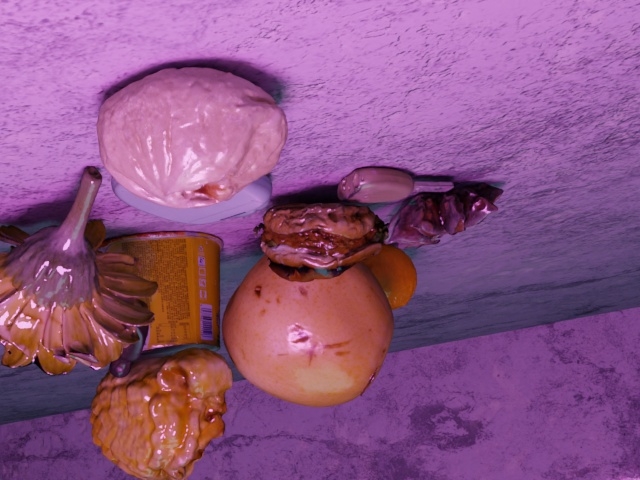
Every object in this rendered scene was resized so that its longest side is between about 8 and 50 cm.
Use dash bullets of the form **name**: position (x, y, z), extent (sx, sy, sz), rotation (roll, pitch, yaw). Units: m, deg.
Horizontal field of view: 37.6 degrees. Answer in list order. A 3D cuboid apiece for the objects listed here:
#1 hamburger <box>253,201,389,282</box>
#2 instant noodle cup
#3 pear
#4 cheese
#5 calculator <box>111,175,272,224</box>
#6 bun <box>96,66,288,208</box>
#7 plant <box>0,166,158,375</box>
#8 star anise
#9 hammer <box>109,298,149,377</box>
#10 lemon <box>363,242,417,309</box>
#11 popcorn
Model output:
- **hamburger**: position (0.000, 0.000, 1.522), extent (0.183, 0.130, 0.206), rotation (5, -175, 28)
- **instant noodle cup**: position (-0.293, 0.113, 1.703), extent (0.264, 0.200, 0.264), rotation (-9, 167, -2)
- **pear**: position (-0.019, 0.147, 1.687), extent (0.309, 0.309, 0.309), rotation (-8, 165, -2)
- **cheese**: position (0.125, -0.085, 1.490), extent (0.192, 0.037, 0.097), rotation (0, 164, -26)
- **calculator**: position (-0.176, -0.070, 1.374), extent (0.184, 0.042, 0.295), rotation (-16, 163, 28)
- **bun**: position (-0.140, -0.105, 1.078), extent (0.220, 0.134, 0.220), rotation (-7, 164, -2)
- **plant**: position (-0.366, 0.062, 1.352), extent (0.297, 0.261, 0.306), rotation (-22, 172, 41)
- **star anise**: position (0.195, -0.041, 1.598), extent (0.231, 0.089, 0.209), rotation (-14, 173, 20)
- **hammer**: position (-0.487, 0.094, 1.491), extent (0.440, 0.044, 0.168), rotation (20, 127, -13)
- **lemon**: position (0.111, 0.075, 1.891), extent (0.187, 0.142, 0.142), rotation (9, 158, -40)
- **popcorn**: position (-0.273, 0.313, 1.632), extent (0.286, 0.225, 0.174), rotation (-16, 169, 32)
